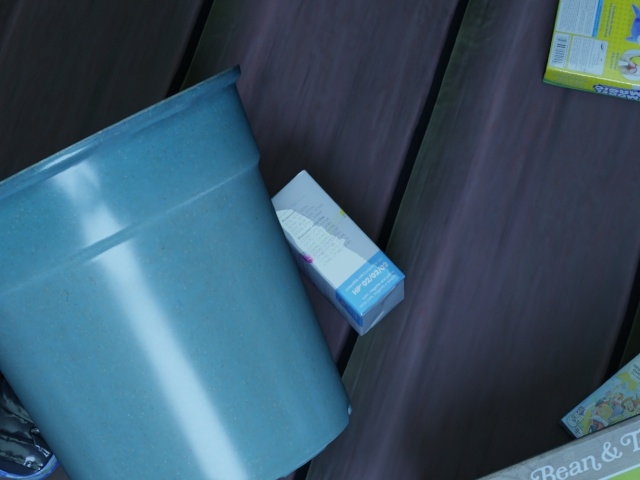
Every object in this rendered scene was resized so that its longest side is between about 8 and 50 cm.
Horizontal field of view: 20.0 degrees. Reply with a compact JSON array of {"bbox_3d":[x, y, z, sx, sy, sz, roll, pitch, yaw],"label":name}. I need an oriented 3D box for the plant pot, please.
[{"bbox_3d":[-0.154,0.066,1.625,0.341,0.341,0.334,-26,96,-5],"label":"plant pot"}]

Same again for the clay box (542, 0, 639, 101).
[{"bbox_3d":[0.345,-0.202,1.824,0.222,0.053,0.127,12,77,3],"label":"clay box"}]

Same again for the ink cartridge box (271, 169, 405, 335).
[{"bbox_3d":[0.000,0.000,1.757,0.061,0.104,0.181,-42,79,-8],"label":"ink cartridge box"}]

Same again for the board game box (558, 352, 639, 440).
[{"bbox_3d":[0.318,0.200,1.739,0.103,0.026,0.154,-39,78,-8],"label":"board game box"}]

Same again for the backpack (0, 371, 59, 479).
[{"bbox_3d":[-0.295,0.177,1.733,0.114,0.084,0.105,19,76,8],"label":"backpack"}]

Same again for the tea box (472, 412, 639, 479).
[{"bbox_3d":[0.280,0.329,1.581,0.329,0.220,0.324,-22,77,8],"label":"tea box"}]
